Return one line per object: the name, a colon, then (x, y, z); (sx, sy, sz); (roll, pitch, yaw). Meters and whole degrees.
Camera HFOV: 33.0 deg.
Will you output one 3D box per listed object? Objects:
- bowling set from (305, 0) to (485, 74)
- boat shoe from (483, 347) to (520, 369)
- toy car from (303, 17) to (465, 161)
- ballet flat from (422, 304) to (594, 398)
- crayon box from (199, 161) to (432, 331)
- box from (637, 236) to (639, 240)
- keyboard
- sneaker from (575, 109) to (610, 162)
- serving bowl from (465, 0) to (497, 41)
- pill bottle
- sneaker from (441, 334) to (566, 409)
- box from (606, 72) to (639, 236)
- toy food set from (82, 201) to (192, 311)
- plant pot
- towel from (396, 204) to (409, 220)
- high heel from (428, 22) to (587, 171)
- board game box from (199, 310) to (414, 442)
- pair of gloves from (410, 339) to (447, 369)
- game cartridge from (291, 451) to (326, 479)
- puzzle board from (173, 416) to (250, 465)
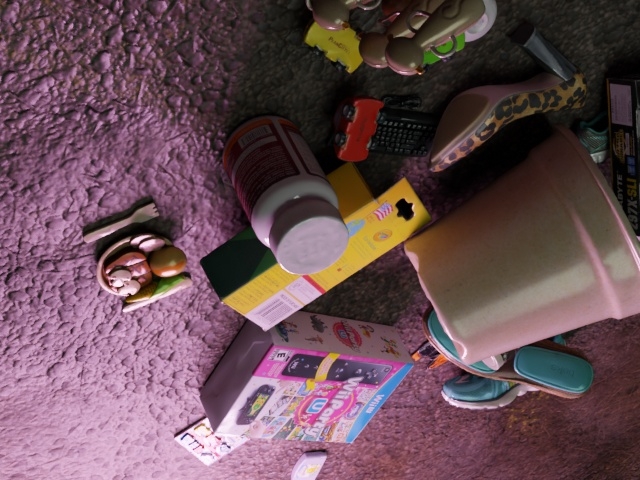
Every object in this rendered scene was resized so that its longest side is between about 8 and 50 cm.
bowling set: (0.066, -0.281, 1.319); (0.154, 0.287, 0.200); (-39, 158, -3)
boat shoe: (0.277, 0.113, 1.884); (0.069, 0.081, 0.227); (-32, 106, -17)
toy car: (0.092, -0.246, 1.482); (0.225, 0.053, 0.239); (-27, 131, -10)
ballet flat: (0.335, 0.202, 1.997); (0.343, 0.124, 0.116); (18, 84, -7)
crayon box: (0.000, 0.000, 1.623); (0.319, 0.081, 0.202); (-33, 156, 5)
box: (0.654, -0.084, 1.934); (0.058, 0.087, 0.232); (12, 123, -37)
keyboard: (0.104, -0.169, 1.596); (0.180, 0.023, 0.108); (3, 129, -32)
sneaker: (0.486, -0.183, 1.765); (0.167, 0.065, 0.076); (-23, 131, -13)
serving bowl: (0.212, -0.310, 1.511); (0.083, 0.027, 0.083); (-16, 137, -16)
pill bottle: (-0.047, -0.062, 1.466); (0.121, 0.221, 0.121); (-14, 135, -14)
sneaker: (0.357, 0.246, 2.111); (0.275, 0.107, 0.109); (-19, 118, -18)
box: (0.625, -0.162, 1.760); (0.322, 0.079, 0.257); (-13, 105, -19)
toy food set: (-0.263, 0.040, 1.589); (0.132, 0.038, 0.192); (-24, 138, -5)
plant pot: (0.311, 0.031, 1.696); (0.306, 0.333, 0.334); (-27, 139, 6)
towel: (0.090, -0.005, 1.745); (0.119, 0.029, 0.067); (-34, 137, 6)
high heel: (0.288, -0.174, 1.625); (0.186, 0.093, 0.261); (34, 98, -39)
board game box: (-0.023, 0.239, 1.877); (0.303, 0.097, 0.224); (11, 126, -37)
pair of gloves: (0.215, 0.212, 2.043); (0.074, 0.010, 0.083); (-39, 135, 13)
game cartridge: (-0.026, 0.451, 2.144); (0.056, 0.017, 0.083); (4, 129, -27)
puzzle board: (-0.195, 0.361, 1.966); (0.096, 0.011, 0.128); (-32, 139, 4)
